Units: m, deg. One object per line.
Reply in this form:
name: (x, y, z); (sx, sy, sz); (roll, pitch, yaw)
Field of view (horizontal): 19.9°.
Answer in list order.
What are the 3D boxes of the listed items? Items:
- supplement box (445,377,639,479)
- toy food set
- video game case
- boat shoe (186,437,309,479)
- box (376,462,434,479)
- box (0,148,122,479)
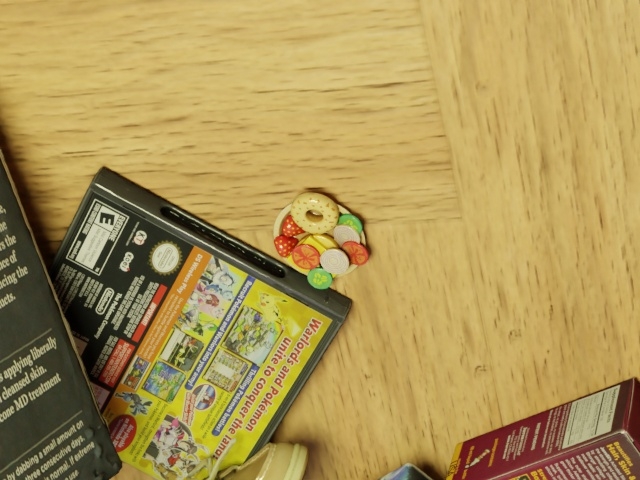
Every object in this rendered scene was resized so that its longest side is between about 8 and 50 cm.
supplement box: (0.213, 0.208, 1.590); (0.188, 0.081, 0.104); (-25, 112, 28)
toy food set: (0.000, 0.000, 1.550); (0.082, 0.020, 0.083); (37, 124, -10)
video game case: (-0.140, 0.097, 1.646); (0.248, 0.035, 0.275); (29, 125, -3)
boat shoe: (-0.117, 0.273, 1.659); (0.089, 0.104, 0.285); (38, 115, -9)
box: (0.027, 0.446, 1.590); (0.293, 0.395, 0.212); (-33, 120, 30)
box: (-0.494, 0.072, 1.505); (0.480, 0.297, 0.472); (-16, 98, 24)
